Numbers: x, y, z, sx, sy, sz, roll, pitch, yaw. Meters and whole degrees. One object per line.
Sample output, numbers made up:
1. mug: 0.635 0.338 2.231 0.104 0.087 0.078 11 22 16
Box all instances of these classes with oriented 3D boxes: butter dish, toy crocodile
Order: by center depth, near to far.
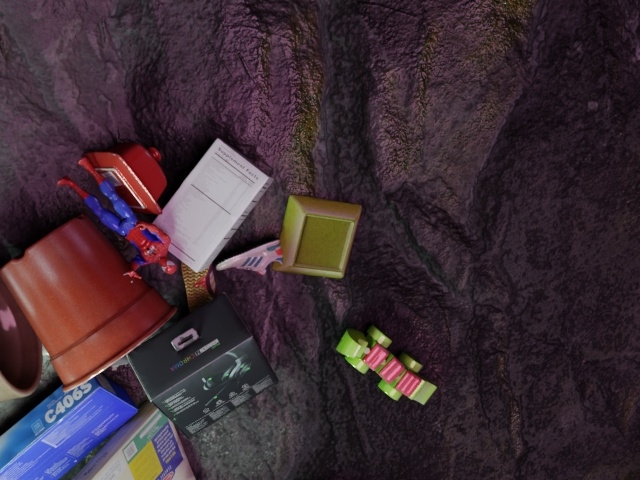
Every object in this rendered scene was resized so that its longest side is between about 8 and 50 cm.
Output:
1. butter dish: -0.369 -0.142 1.677 0.118 0.160 0.160 -49 123 -26
2. toy crocodile: 0.170 0.316 2.080 0.340 0.105 0.115 40 91 -30

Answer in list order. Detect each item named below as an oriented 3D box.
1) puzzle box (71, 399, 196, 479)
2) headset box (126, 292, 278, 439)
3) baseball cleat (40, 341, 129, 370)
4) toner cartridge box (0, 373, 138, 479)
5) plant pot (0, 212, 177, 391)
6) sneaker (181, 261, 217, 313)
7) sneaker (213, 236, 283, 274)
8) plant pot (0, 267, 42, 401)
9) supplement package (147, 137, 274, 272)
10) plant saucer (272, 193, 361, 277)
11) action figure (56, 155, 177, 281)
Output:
1. puzzle box: -0.432 0.577 1.815 0.409 0.052 0.272 -47 129 -50
2. headset box: -0.250 0.273 1.801 0.246 0.131 0.283 -32 150 -7
3. baseball cleat: -0.497 0.213 1.784 0.206 0.072 0.109 11 98 -29
4. toner cartridge box: -0.579 0.430 1.792 0.348 0.075 0.165 -40 144 -5
5. plant pot: -0.469 0.107 1.639 0.272 0.272 0.265 -35 97 -7
6. sneaker: -0.266 0.086 1.842 0.070 0.084 0.185 -3 86 1
7. sneaker: -0.156 0.050 1.869 0.161 0.057 0.075 -21 106 -17
8. plant pot: -0.702 0.203 1.618 0.229 0.263 0.263 -17 116 4
9. supplement package: -0.224 -0.073 1.729 0.139 0.134 0.244 38 92 0
10. plant saucer: 0.000 0.000 1.926 0.188 0.045 0.188 7 106 -25
11. action figure: -0.383 -0.029 1.594 0.091 0.139 0.280 -44 101 7
